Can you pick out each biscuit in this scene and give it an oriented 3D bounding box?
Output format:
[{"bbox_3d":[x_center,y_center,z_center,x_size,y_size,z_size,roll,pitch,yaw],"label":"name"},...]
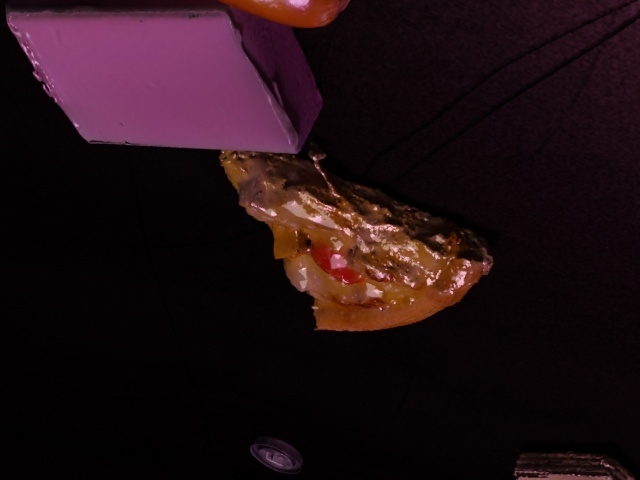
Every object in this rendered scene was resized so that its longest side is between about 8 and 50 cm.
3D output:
[{"bbox_3d":[0.367,0.343,1.549,0.147,0.046,0.250,-12,133,48],"label":"biscuit"}]

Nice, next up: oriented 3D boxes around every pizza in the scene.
[{"bbox_3d":[0.000,0.000,1.293,0.287,0.075,0.280,35,147,-13],"label":"pizza"}]

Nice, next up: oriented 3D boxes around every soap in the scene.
[{"bbox_3d":[-0.143,-0.170,1.143,0.259,0.081,0.181,4,143,30],"label":"soap"}]

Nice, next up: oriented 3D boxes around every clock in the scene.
[{"bbox_3d":[-0.065,0.325,1.866,0.085,0.017,0.085,19,148,12],"label":"clock"}]

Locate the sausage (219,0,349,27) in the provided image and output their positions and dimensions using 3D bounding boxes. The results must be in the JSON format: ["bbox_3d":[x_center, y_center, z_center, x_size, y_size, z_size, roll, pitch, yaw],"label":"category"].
[{"bbox_3d":[-0.098,-0.251,0.975,0.274,0.105,0.105,23,148,6],"label":"sausage"}]
